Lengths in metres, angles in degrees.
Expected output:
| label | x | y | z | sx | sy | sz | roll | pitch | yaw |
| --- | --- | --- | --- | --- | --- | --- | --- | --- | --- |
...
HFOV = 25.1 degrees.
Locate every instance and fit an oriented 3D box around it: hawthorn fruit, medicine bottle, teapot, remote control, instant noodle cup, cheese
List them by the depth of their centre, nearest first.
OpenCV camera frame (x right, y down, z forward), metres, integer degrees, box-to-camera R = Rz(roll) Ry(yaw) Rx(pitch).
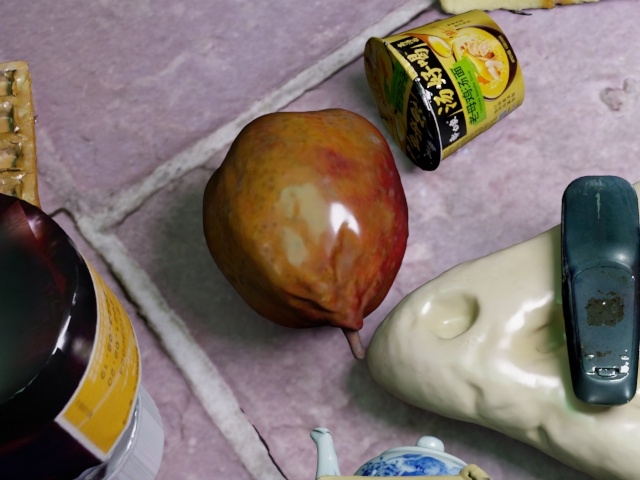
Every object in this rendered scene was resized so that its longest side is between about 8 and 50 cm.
| label | x | y | z | sx | sy | sz | roll | pitch | yaw |
| --- | --- | --- | --- | --- | --- | --- | --- | --- | --- |
| medicine bottle | -0.271 | 0.137 | 1.268 | 0.243 | 0.395 | 0.242 | -2 | 63 | 4 |
| remote control | 0.250 | 0.040 | 1.276 | 0.072 | 0.042 | 0.222 | 1 | 62 | 7 |
| teapot | 0.093 | 0.244 | 1.299 | 0.232 | 0.159 | 0.159 | 17 | 68 | -4 |
| cheese | 0.249 | 0.138 | 1.323 | 0.351 | 0.129 | 0.328 | -25 | 63 | -3 |
| hawthorn fruit | 0.000 | 0.000 | 1.386 | 0.208 | 0.208 | 0.248 | -23 | 59 | -2 |
| instant noodle cup | 0.130 | -0.161 | 1.483 | 0.122 | 0.151 | 0.151 | -25 | 64 | -15 |

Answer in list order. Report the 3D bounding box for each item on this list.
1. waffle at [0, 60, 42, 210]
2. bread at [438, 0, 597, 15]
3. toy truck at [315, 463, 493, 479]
| label | x | y | z | sx | sy | sz | roll | pitch | yaw |
| --- | --- | --- | --- | --- | --- | --- | --- | --- | --- |
| waffle | -0.399 | -0.044 | 1.514 | 0.213 | 0.091 | 0.308 | -4 | 64 | -9 |
| bread | 0.248 | -0.339 | 1.560 | 0.266 | 0.142 | 0.178 | -7 | 80 | 8 |
| toy truck | 0.152 | 0.306 | 1.143 | 0.405 | 0.180 | 0.254 | 0 | 102 | -13 |
